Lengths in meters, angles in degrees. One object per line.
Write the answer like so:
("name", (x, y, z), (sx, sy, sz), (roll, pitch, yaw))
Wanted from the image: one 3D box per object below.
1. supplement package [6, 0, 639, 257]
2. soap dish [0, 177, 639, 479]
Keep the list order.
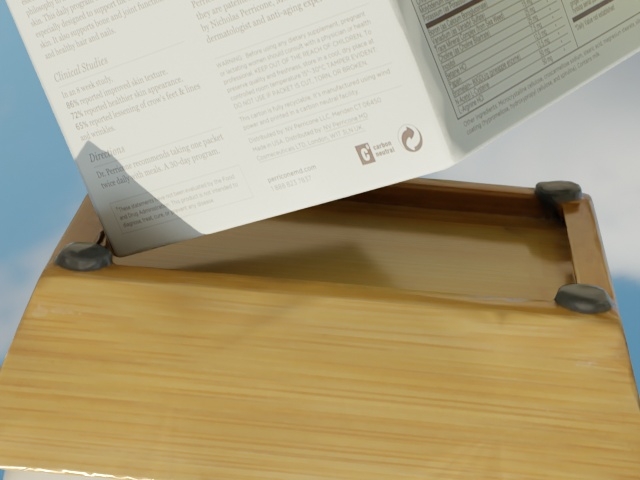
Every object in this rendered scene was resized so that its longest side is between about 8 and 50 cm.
("supplement package", (-0.012, -0.162, 0.836), (0.199, 0.262, 0.198), (-14, -168, 42))
("soap dish", (0.005, 0.043, 0.904), (0.291, 0.118, 0.229), (5, -161, 2))
